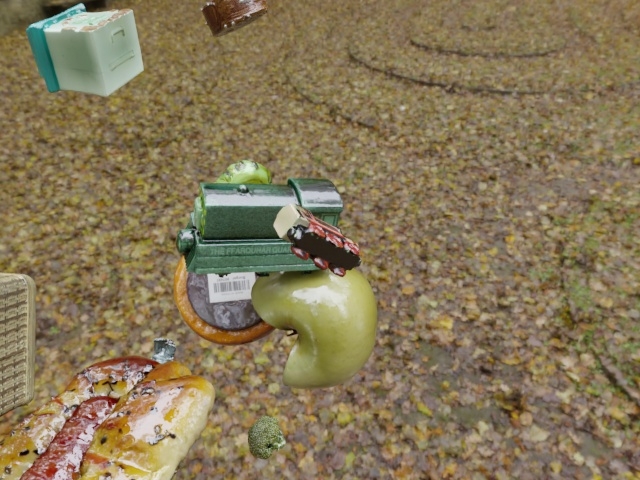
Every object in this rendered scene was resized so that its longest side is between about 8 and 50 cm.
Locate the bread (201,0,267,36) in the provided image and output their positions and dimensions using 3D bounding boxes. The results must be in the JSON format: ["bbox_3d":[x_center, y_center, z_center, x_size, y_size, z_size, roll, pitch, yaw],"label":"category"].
[{"bbox_3d":[-0.202,-0.546,1.264,0.161,0.073,0.160,-25,18,9],"label":"bread"}]

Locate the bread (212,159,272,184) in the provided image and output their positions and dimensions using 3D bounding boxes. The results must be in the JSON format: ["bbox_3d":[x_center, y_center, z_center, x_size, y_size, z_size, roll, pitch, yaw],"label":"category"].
[{"bbox_3d":[-0.166,-0.102,1.099,0.130,0.139,0.071,13,19,-42],"label":"bread"}]

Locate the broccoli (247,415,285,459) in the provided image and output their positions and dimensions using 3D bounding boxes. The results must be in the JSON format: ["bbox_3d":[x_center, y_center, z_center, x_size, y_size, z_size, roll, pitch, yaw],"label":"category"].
[{"bbox_3d":[-0.168,0.613,1.657,0.120,0.131,0.130,32,65,-18],"label":"broccoli"}]

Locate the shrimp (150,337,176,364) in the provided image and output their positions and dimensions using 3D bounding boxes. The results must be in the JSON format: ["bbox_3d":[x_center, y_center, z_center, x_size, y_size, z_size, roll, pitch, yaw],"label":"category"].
[{"bbox_3d":[-0.546,0.528,1.742,0.222,0.166,0.410,13,51,-12],"label":"shrimp"}]

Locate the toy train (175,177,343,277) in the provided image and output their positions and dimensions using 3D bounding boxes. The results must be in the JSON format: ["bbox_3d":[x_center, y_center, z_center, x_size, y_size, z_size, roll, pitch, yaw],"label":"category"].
[{"bbox_3d":[-0.106,-0.032,1.021,0.331,0.178,0.138,-1,36,-21],"label":"toy train"}]

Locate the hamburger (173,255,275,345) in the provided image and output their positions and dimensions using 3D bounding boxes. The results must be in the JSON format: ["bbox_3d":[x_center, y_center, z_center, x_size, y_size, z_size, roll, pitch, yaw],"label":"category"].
[{"bbox_3d":[-0.214,0.110,1.423,0.331,0.329,0.250,-4,-3,-4],"label":"hamburger"}]

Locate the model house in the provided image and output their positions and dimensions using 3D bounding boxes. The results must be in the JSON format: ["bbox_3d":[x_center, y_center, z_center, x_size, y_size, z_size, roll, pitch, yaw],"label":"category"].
[{"bbox_3d":[-0.364,-0.287,0.798,0.149,0.100,0.127,6,37,10],"label":"model house"}]

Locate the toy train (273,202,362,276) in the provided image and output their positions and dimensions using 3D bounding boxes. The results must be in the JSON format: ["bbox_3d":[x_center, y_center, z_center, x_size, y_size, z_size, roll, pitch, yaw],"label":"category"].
[{"bbox_3d":[0.000,0.000,0.768,0.138,0.050,0.087,26,22,-38],"label":"toy train"}]

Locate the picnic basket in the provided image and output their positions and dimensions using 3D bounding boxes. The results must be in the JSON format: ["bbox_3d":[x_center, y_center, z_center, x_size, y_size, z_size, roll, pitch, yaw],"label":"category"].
[{"bbox_3d":[-0.614,0.155,0.797,0.313,0.227,0.175,2,4,5],"label":"picnic basket"}]

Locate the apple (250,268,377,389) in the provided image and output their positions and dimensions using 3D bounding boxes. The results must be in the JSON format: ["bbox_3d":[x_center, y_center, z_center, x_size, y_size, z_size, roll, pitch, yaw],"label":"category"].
[{"bbox_3d":[0.010,0.168,1.169,0.234,0.294,0.258,-12,6,32],"label":"apple"}]

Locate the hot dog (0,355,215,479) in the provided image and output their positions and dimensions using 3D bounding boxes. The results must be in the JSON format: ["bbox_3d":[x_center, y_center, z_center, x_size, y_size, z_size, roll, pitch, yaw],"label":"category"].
[{"bbox_3d":[-0.390,0.365,1.000,0.368,0.195,0.365,5,30,31],"label":"hot dog"}]
